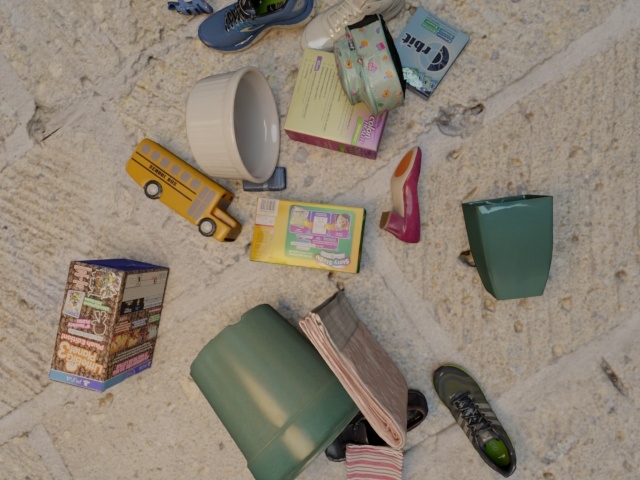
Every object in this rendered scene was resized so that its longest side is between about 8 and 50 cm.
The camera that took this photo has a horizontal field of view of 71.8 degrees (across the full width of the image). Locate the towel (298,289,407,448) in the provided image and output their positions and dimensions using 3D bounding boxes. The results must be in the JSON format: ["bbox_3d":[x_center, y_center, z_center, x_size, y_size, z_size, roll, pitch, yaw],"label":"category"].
[{"bbox_3d":[0.097,0.269,1.018,0.053,0.332,0.317,-38,84,11],"label":"towel"}]

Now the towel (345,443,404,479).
[{"bbox_3d":[0.135,0.588,1.115,0.144,0.029,0.197,2,119,8],"label":"towel"}]

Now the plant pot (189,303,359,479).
[{"bbox_3d":[-0.110,0.353,1.058,0.341,0.341,0.334,-45,76,4],"label":"plant pot"}]

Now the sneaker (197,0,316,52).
[{"bbox_3d":[-0.185,-0.600,1.146,0.330,0.147,0.129,-14,86,20],"label":"sneaker"}]

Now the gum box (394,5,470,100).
[{"bbox_3d":[0.269,-0.488,1.157,0.157,0.041,0.184,35,92,6],"label":"gum box"}]

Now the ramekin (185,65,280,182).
[{"bbox_3d":[-0.213,-0.280,1.097,0.135,0.277,0.277,2,89,16],"label":"ramekin"}]

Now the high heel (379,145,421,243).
[{"bbox_3d":[0.242,-0.117,1.149,0.117,0.082,0.244,23,77,-22],"label":"high heel"}]

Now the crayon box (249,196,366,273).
[{"bbox_3d":[-0.031,-0.012,1.132,0.279,0.081,0.165,7,88,7],"label":"crayon box"}]

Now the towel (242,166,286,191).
[{"bbox_3d":[-0.153,-0.166,1.205,0.120,0.029,0.067,-1,89,6],"label":"towel"}]

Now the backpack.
[{"bbox_3d":[0.114,-0.377,0.992,0.145,0.166,0.188,-25,83,7],"label":"backpack"}]

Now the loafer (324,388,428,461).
[{"bbox_3d":[0.135,0.478,1.126,0.303,0.095,0.109,-30,87,5],"label":"loafer"}]

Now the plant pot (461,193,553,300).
[{"bbox_3d":[0.454,0.017,1.071,0.166,0.165,0.234,-7,96,6],"label":"plant pot"}]

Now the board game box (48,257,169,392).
[{"bbox_3d":[-0.531,0.202,1.139,0.141,0.232,0.290,11,90,7],"label":"board game box"}]

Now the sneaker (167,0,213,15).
[{"bbox_3d":[-0.363,-0.650,1.228,0.144,0.053,0.059,24,91,15],"label":"sneaker"}]

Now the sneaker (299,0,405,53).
[{"bbox_3d":[0.074,-0.590,1.127,0.305,0.152,0.114,-31,87,6],"label":"sneaker"}]

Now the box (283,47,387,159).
[{"bbox_3d":[0.054,-0.348,1.141,0.243,0.117,0.213,15,90,7],"label":"box"}]

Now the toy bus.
[{"bbox_3d":[-0.354,-0.127,1.188,0.333,0.108,0.130,34,91,6],"label":"toy bus"}]

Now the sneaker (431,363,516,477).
[{"bbox_3d":[0.387,0.438,1.086,0.111,0.121,0.300,-38,85,4],"label":"sneaker"}]
